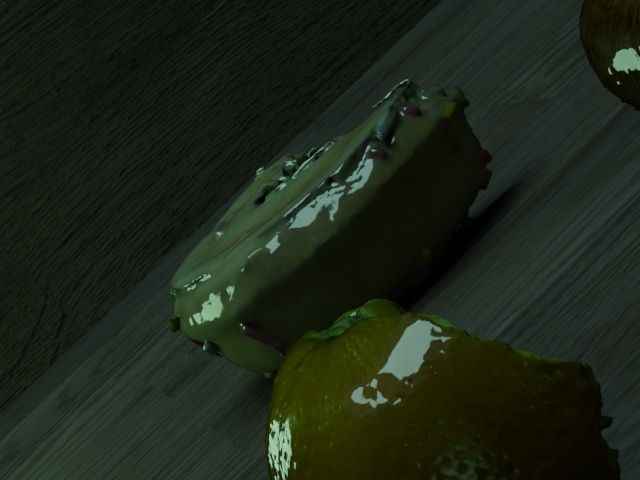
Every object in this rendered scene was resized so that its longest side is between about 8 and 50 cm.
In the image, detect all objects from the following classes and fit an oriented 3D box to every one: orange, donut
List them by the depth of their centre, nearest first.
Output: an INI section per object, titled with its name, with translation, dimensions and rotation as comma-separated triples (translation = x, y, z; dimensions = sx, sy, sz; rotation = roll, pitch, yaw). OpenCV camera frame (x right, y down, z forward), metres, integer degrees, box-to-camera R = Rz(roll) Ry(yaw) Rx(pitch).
[orange]
translation = 0.055, 0.120, 1.005
dimensions = 0.158, 0.179, 0.237
rotation = -44, 15, -10
[donut]
translation = -0.001, 0.003, 1.812
dimensions = 0.307, 0.150, 0.371
rotation = -48, 11, -28

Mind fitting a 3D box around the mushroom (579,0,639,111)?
[mushroom]
translation = 0.338, -0.215, 1.334
dimensions = 0.345, 0.239, 0.345
rotation = -26, -4, -2
